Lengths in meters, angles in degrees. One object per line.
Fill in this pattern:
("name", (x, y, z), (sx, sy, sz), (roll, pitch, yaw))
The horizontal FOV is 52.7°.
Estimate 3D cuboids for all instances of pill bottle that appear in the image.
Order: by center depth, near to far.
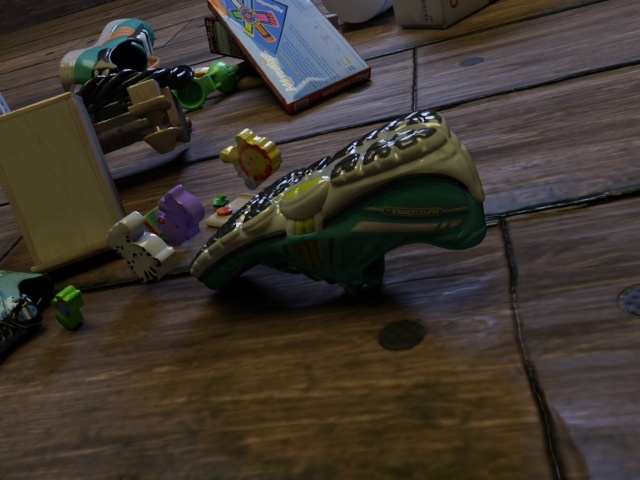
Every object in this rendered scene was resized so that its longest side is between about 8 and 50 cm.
("pill bottle", (0.103, -0.554, 1.324), (0.161, 0.161, 0.283), (-4, 33, 24))

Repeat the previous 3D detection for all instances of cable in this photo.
("cable", (-0.259, -0.206, 0.865), (0.184, 0.047, 0.150), (-20, 6, -8))

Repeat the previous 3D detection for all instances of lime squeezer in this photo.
("lime squeezer", (-0.219, -0.272, 1.141), (0.310, 0.059, 0.110), (-39, 35, -30))

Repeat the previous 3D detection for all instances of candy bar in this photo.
("candy bar", (-0.294, -0.330, 1.318), (0.161, 0.018, 0.040), (-10, 30, 13))

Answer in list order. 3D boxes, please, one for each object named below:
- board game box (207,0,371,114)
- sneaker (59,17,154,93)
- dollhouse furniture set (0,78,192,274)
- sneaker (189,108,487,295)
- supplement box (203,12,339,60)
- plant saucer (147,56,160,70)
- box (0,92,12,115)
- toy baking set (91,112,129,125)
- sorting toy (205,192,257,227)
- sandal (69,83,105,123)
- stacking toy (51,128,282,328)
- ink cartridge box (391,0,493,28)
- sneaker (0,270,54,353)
("board game box", (-0.056, -0.324, 1.025), (0.145, 0.027, 0.281), (-26, 62, -15))
("sneaker", (-0.377, -0.357, 1.264), (0.121, 0.108, 0.302), (3, 36, 13))
("dollhouse furniture set", (-0.312, -0.069, 0.860), (0.303, 0.173, 0.355), (-19, 6, -3))
("sneaker", (0.000, 0.000, 0.515), (0.275, 0.110, 0.107), (-20, 18, 38))
("supplement box", (-0.092, -0.376, 1.185), (0.130, 0.073, 0.239), (-27, 36, -33))
("plant saucer", (-0.439, -0.346, 1.409), (0.200, 0.037, 0.200), (-15, 29, 9))
("box", (-0.756, -0.301, 1.447), (0.087, 0.101, 0.102), (-25, 29, -11))
("toy baking set", (-0.376, -0.256, 1.234), (0.256, 0.030, 0.197), (-31, 37, -12))
("sorting toy", (-0.100, -0.036, 0.723), (0.083, 0.012, 0.062), (9, 40, 39))
("sandal", (-0.385, -0.194, 1.081), (0.060, 0.090, 0.219), (-5, 31, -21))
("stacking toy", (-0.145, -0.002, 0.595), (0.221, 0.052, 0.167), (-34, 10, 45))
("ink cartridge box", (0.258, -0.541, 1.149), (0.307, 0.223, 0.129), (-34, 32, -24))
("sneaker", (-0.304, 0.074, 0.606), (0.073, 0.063, 0.162), (-10, 31, 9))
